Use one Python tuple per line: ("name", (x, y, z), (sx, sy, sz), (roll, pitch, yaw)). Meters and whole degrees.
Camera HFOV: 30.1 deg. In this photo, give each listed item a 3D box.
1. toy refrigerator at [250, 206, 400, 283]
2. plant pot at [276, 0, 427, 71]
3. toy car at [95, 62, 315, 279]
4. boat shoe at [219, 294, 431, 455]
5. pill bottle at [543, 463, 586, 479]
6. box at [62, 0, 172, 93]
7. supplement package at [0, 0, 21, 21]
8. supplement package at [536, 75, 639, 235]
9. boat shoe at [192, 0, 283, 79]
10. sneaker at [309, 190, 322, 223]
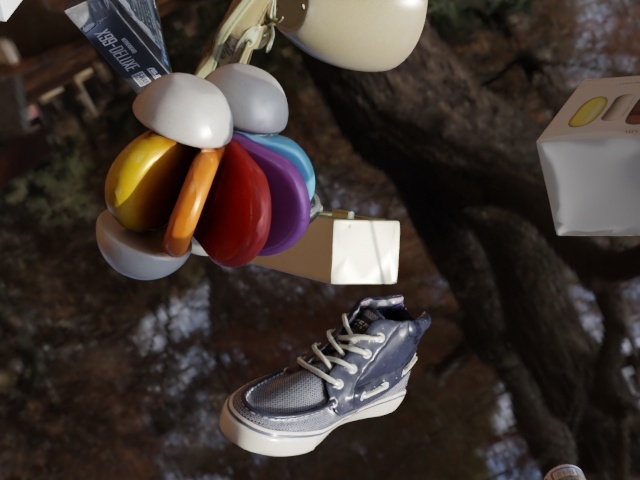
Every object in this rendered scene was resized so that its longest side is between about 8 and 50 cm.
("toy refrigerator", (0.000, 0.000, 1.663), (0.102, 0.094, 0.269), (1, -176, -26))
("plant pot", (0.020, -0.423, 2.031), (0.191, 0.284, 0.284), (-12, -177, -34))
("toy car", (-0.073, -0.040, 0.909), (0.136, 0.159, 0.182), (31, -154, 21))
("boat shoe", (0.012, 0.158, 1.527), (0.127, 0.158, 0.340), (32, -156, 27))
("pill bottle", (0.455, 0.474, 2.134), (0.078, 0.078, 0.137), (-25, -149, 7))
("box", (-0.360, -0.441, 2.024), (0.076, 0.242, 0.307), (-22, -123, 11))
("supplement package", (-0.443, -0.451, 1.562), (0.145, 0.204, 0.262), (8, -134, 12))
("supplement package", (0.428, -0.120, 1.619), (0.194, 0.149, 0.203), (-1, -150, 33))
("boat shoe", (-0.115, -0.299, 1.792), (0.285, 0.089, 0.104), (-52, -167, 46))
("sneaker", (-0.063, -0.053, 1.243), (0.078, 0.067, 0.188), (-10, 157, 40))
